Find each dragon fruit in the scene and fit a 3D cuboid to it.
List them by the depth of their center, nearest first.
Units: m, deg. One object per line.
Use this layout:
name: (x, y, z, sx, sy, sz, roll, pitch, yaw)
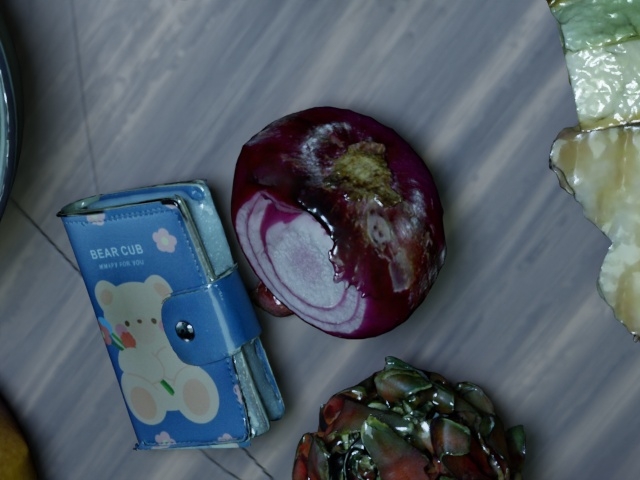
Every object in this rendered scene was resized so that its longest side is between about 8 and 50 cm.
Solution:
dragon fruit: (0.067, 0.175, 1.391, 0.182, 0.182, 0.189, -1, 113, 6)

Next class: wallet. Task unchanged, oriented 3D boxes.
wallet: (-0.110, 0.059, 1.416, 0.141, 0.059, 0.202, -8, 105, 38)

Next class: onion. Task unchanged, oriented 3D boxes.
onion: (0.012, -0.008, 1.380, 0.135, 0.198, 0.173, -34, 82, -26)

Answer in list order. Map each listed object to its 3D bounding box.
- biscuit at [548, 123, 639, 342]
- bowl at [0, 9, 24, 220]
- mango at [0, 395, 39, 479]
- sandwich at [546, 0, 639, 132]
biscuit: (0.245, -0.017, 1.379, 0.118, 0.061, 0.183, -20, 105, 9)
bowl: (-0.367, -0.104, 1.346, 0.353, 0.185, 0.354, 1, 106, 5)
mango: (-0.307, 0.214, 1.446, 0.201, 0.152, 0.287, -13, 103, 14)
sandwich: (0.268, -0.156, 1.273, 0.220, 0.186, 0.108, -13, 106, 8)
